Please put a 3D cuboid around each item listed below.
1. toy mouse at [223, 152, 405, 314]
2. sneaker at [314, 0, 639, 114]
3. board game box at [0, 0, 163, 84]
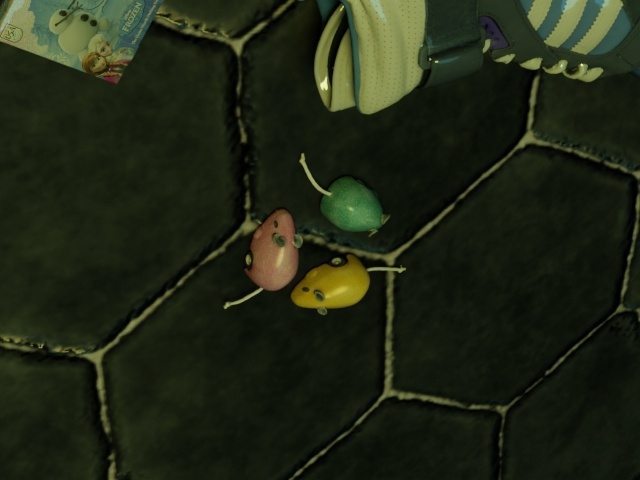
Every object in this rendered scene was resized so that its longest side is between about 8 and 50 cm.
[{"bbox_3d":[0.000,0.000,1.025,0.161,0.031,0.143,-20,130,-20],"label":"toy mouse"},{"bbox_3d":[0.109,-0.154,0.934,0.236,0.130,0.323,-37,140,9],"label":"sneaker"},{"bbox_3d":[-0.142,-0.149,0.832,0.090,0.020,0.090,18,111,-39],"label":"board game box"}]
